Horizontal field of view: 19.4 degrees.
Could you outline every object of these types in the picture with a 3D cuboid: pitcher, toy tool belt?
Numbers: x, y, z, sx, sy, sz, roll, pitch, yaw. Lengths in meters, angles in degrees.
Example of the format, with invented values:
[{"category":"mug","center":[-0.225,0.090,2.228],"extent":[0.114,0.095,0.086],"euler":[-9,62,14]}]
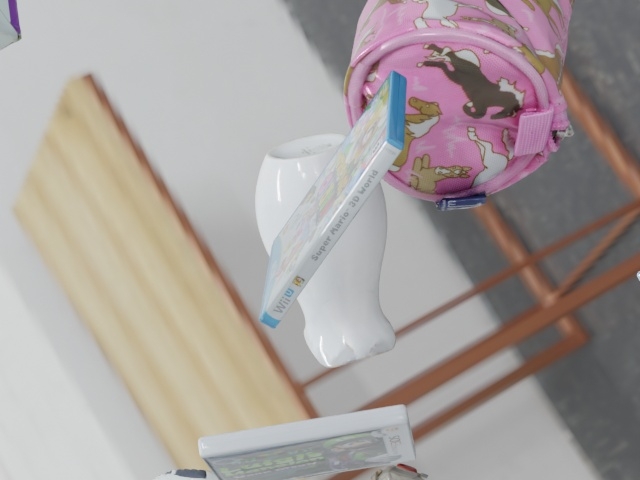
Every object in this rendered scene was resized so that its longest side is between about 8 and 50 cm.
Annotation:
[{"category":"pitcher","center":[0.000,0.000,1.851],"extent":[0.178,0.125,0.207],"euler":[-145,40,-67]},{"category":"toy tool belt","center":[0.065,0.224,1.633],"extent":[0.052,0.083,0.051],"euler":[18,92,6]}]

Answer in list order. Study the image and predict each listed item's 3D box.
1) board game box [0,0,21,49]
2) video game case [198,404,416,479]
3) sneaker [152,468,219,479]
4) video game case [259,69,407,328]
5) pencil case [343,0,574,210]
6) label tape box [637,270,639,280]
[{"category":"board game box","center":[-0.310,-0.124,0.988],"extent":[0.275,0.144,0.142],"euler":[-27,57,28]},{"category":"video game case","center":[-0.008,0.196,1.754],"extent":[0.173,0.190,0.022],"euler":[73,-172,-71]},{"category":"sneaker","center":[-0.161,0.342,1.879],"extent":[0.235,0.094,0.153],"euler":[-42,39,34]},{"category":"video game case","center":[0.009,-0.030,1.308],"extent":[0.015,0.119,0.166],"euler":[29,116,-12]},{"category":"pencil case","center":[0.127,-0.177,1.528],"extent":[0.160,0.386,0.167],"euler":[-26,112,23]},{"category":"label tape box","center":[0.407,0.042,1.305],"extent":[0.249,0.348,0.115],"euler":[56,167,6]}]
